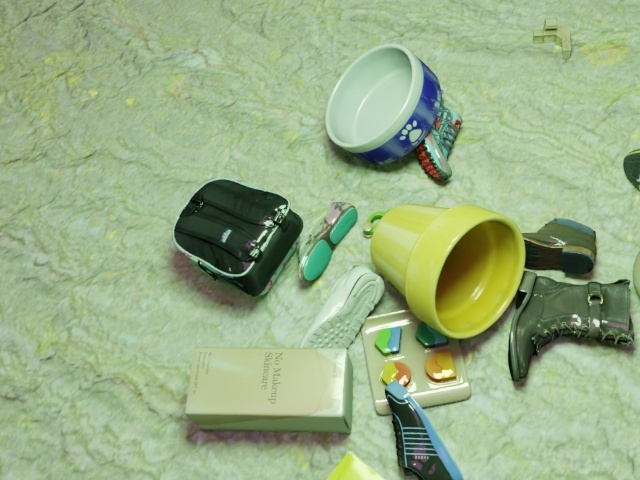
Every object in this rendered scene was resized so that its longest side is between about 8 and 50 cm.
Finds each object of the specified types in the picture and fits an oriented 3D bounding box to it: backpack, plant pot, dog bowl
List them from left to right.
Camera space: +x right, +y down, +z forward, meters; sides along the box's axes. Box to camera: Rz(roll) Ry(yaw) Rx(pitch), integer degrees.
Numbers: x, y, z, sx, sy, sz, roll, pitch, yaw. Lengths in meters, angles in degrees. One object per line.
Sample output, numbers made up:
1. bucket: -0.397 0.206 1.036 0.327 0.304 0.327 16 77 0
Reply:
1. backpack: -0.184 -0.013 1.648 0.254 0.191 0.225 23 70 25
2. dog bowl: 0.141 -0.310 1.728 0.265 0.104 0.264 -25 52 37
3. plant pot: 0.236 0.036 1.516 0.254 0.254 0.239 -44 38 -14

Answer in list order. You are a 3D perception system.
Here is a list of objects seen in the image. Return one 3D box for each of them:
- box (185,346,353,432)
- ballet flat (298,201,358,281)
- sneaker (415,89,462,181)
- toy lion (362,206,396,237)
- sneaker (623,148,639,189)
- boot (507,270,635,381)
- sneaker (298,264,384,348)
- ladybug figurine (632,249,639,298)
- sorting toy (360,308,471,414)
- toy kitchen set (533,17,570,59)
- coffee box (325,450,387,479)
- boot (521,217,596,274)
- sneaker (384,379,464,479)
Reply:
1. box: -0.095 0.297 1.505 0.311 0.121 0.147 -2 61 10
2. ballet flat: 0.000 0.000 1.684 0.079 0.076 0.221 15 59 38
3. sneaker: 0.274 -0.257 1.747 0.125 0.104 0.261 -14 61 0
4. toy lion: 0.156 -0.038 1.694 0.100 0.034 0.096 20 60 20
5. sneaker: 0.802 -0.152 1.602 0.300 0.111 0.121 10 32 24
6. boot: 0.494 0.171 1.481 0.229 0.091 0.262 11 62 16
7. sneaker: 0.034 0.154 1.589 0.235 0.090 0.095 -48 35 -7
8. ladybug figurine: 0.842 0.041 1.445 0.450 0.162 0.304 -9 60 6
9. sorting toy: 0.189 0.235 1.533 0.193 0.038 0.208 -12 61 4
10. toy kitchen set: 0.564 -0.490 1.837 0.083 0.068 0.075 0 62 11
11. coffee box: 0.090 0.598 1.185 0.338 0.334 0.338 34 73 25
12. boot: 0.474 0.003 1.600 0.219 0.082 0.106 15 44 22
13. sneaker: 0.172 0.379 1.423 0.091 0.081 0.232 -30 70 -9
